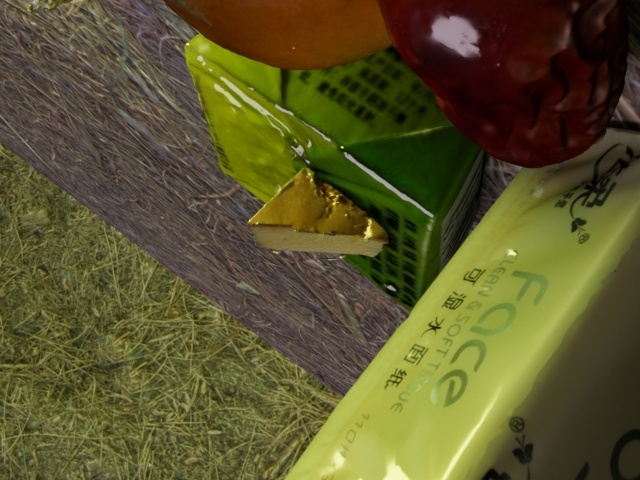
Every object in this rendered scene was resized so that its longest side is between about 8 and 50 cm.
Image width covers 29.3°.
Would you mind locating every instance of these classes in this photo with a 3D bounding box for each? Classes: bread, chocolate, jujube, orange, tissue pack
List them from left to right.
[{"bbox_3d":[-0.017,-0.253,0.932,0.310,0.274,0.274,-13,134,33],"label":"orange"},{"bbox_3d":[0.000,0.000,1.145,0.109,0.080,0.084,39,166,11],"label":"bread"},{"bbox_3d":[0.028,-0.092,1.233,0.288,0.137,0.301,36,164,14],"label":"chocolate"},{"bbox_3d":[0.123,-0.139,0.784,0.155,0.155,0.230,31,166,31],"label":"jujube"},{"bbox_3d":[0.211,0.160,0.983,0.332,0.405,0.205,47,162,-28],"label":"tissue pack"}]

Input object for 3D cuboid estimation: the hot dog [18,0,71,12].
[{"bbox_3d":[-0.344,-0.366,1.434,0.146,0.103,0.213,57,166,28],"label":"hot dog"}]
